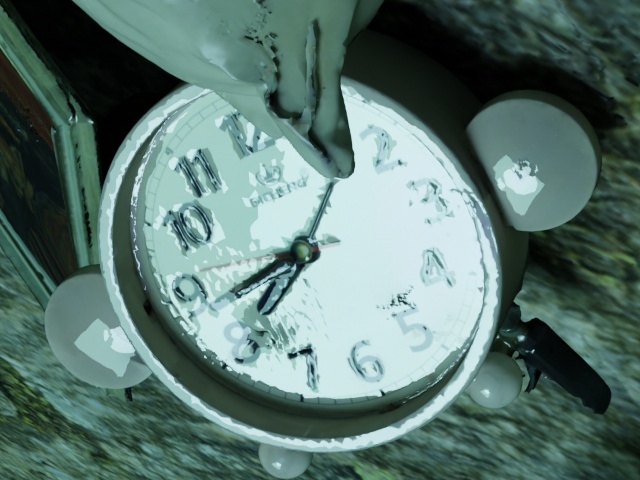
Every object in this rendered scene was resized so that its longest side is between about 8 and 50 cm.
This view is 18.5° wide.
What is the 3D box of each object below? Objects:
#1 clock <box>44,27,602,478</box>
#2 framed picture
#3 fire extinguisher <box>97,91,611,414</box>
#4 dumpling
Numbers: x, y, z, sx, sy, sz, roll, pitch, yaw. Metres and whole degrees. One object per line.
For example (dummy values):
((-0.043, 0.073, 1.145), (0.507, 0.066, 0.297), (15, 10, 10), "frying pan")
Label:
((0.000, 0.000, 0.723), (0.229, 0.063, 0.155), (-23, 105, 26), "clock")
((-0.150, -0.059, 0.852), (0.216, 0.016, 0.273), (53, 163, 21), "framed picture")
((0.013, 0.013, 0.819), (0.231, 0.071, 0.099), (23, 165, 22), "fire extinguisher")
((-0.040, -0.109, 0.601), (0.199, 0.118, 0.136), (67, 166, -7), "dumpling")
